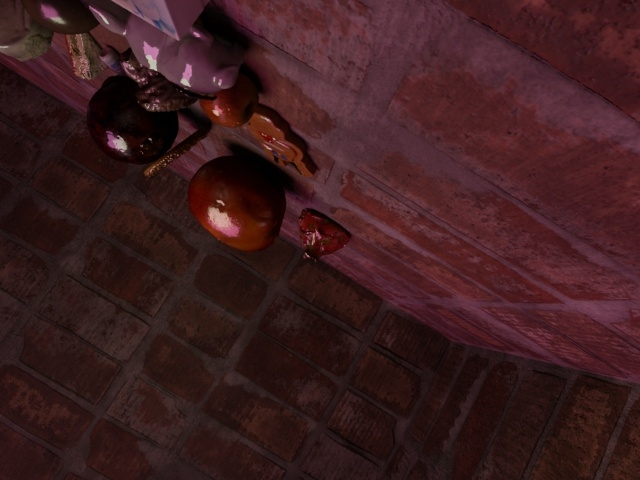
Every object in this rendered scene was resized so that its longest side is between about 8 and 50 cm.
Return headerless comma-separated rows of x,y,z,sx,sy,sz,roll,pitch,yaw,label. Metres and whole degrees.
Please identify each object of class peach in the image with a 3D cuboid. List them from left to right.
-0.303,-0.163,1.703,0.406,0.310,0.335,43,-153,-3,peach

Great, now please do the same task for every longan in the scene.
-0.620,-0.581,1.029,0.189,0.189,0.189,30,170,6,longan

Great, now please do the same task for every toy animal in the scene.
-0.321,-0.418,0.904,0.325,0.154,0.208,20,-159,-11,toy animal

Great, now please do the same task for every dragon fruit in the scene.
0.000,0.000,1.927,0.262,0.211,0.134,27,178,-10,dragon fruit

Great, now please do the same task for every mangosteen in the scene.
-0.684,-0.442,1.546,0.359,0.306,0.306,44,176,23,mangosteen

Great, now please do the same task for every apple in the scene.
-0.226,-0.348,1.048,0.146,0.146,0.146,30,170,6,apple

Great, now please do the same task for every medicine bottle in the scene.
-0.695,-0.603,1.453,0.052,0.052,0.089,26,170,27,medicine bottle

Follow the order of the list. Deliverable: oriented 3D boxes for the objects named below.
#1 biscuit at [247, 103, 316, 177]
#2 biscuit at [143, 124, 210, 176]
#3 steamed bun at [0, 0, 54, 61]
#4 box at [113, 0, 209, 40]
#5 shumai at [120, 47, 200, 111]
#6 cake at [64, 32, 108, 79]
-0.126,-0.291,1.302,0.202,0.047,0.334,28,169,20,biscuit
-0.531,-0.331,1.608,0.038,0.305,0.305,53,163,-18,biscuit
-0.892,-0.690,1.133,0.383,0.236,0.247,43,176,-24,steamed bun
-0.342,-0.500,0.715,0.274,0.116,0.203,31,171,1,box
-0.419,-0.461,1.174,0.184,0.218,0.185,15,121,25,shumai
-0.795,-0.670,1.474,0.086,0.117,0.220,27,137,10,cake
